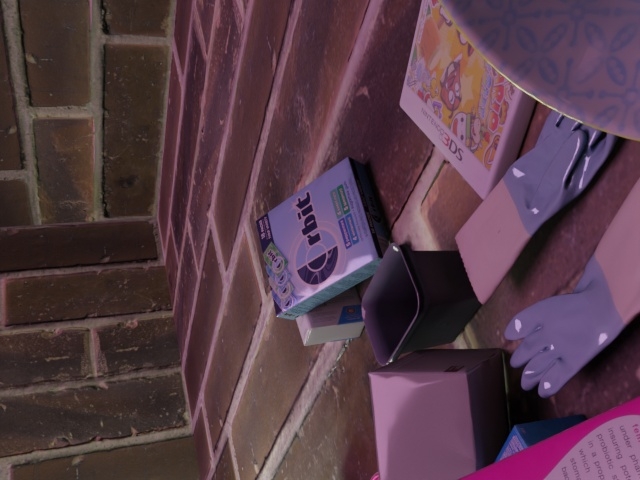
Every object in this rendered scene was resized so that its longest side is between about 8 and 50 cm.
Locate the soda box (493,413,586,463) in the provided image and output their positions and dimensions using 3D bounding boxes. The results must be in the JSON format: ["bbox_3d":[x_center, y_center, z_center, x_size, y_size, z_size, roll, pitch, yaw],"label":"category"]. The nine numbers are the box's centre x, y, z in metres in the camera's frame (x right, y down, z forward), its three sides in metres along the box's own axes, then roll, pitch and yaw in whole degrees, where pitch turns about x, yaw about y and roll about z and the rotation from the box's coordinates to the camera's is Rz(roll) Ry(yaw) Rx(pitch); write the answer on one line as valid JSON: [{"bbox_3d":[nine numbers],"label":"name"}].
[{"bbox_3d":[0.212,0.235,0.533,0.210,0.071,0.067,-115,30,-45],"label":"soda box"}]

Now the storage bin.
[{"bbox_3d":[0.108,0.060,0.757,0.135,0.091,0.098,111,148,-49],"label":"storage bin"}]

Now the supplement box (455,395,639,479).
[{"bbox_3d":[0.184,0.170,0.418,0.220,0.113,0.111,-43,44,40],"label":"supplement box"}]

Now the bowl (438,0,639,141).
[{"bbox_3d":[0.193,-0.199,0.318,0.156,0.289,0.289,-54,-9,-38],"label":"bowl"}]

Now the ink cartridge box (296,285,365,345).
[{"bbox_3d":[0.005,0.085,1.055,0.052,0.088,0.123,106,152,-49],"label":"ink cartridge box"}]

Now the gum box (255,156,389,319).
[{"bbox_3d":[0.000,0.000,0.987,0.184,0.041,0.157,-32,59,30],"label":"gum box"}]

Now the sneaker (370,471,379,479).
[{"bbox_3d":[0.130,0.324,0.811,0.170,0.074,0.063,51,129,22],"label":"sneaker"}]

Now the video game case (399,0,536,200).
[{"bbox_3d":[0.146,-0.187,0.690,0.206,0.026,0.227,-118,31,-48],"label":"video game case"}]

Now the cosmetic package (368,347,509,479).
[{"bbox_3d":[0.121,0.226,0.673,0.107,0.127,0.238,-9,86,28],"label":"cosmetic package"}]

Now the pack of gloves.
[{"bbox_3d":[0.204,0.001,0.576,0.232,0.046,0.195,117,151,-45],"label":"pack of gloves"}]
